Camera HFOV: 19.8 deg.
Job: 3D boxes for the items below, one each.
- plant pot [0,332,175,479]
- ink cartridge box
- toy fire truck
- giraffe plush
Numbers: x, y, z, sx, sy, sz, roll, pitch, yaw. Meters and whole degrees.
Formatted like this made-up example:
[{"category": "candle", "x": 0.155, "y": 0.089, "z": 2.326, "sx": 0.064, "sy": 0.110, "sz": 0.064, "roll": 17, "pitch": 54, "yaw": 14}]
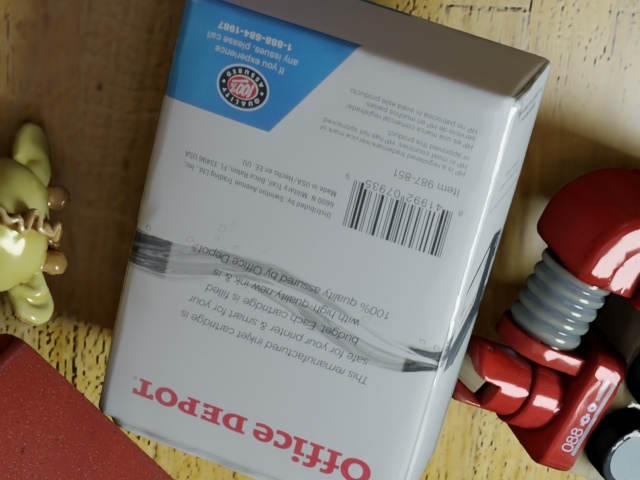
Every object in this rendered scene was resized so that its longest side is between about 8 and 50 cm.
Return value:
[{"category": "plant pot", "x": -0.251, "y": 0.216, "z": 1.237, "sx": 0.267, "sy": 0.236, "sz": 0.267, "roll": -15, "pitch": 126, "yaw": 48}, {"category": "ink cartridge box", "x": 0.000, "y": 0.000, "z": 1.227, "sx": 0.223, "sy": 0.129, "sz": 0.307, "roll": 19, "pitch": 112, "yaw": 11}, {"category": "toy fire truck", "x": 0.156, "y": 0.037, "z": 1.316, "sx": 0.246, "sy": 0.158, "sz": 0.217, "roll": 18, "pitch": 110, "yaw": -27}, {"category": "giraffe plush", "x": -0.257, "y": -0.020, "z": 1.215, "sx": 0.170, "sy": 0.210, "sz": 0.181, "roll": 4, "pitch": 109, "yaw": -44}]
